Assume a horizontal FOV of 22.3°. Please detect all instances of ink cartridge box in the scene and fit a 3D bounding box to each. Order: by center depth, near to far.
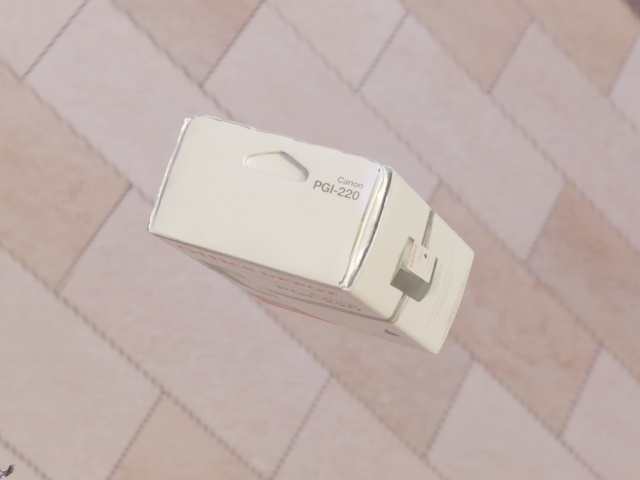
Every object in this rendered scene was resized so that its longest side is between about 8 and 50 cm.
[{"bbox_3d":[0.000,0.000,1.142,0.092,0.159,0.218,-70,156,-10],"label":"ink cartridge box"}]

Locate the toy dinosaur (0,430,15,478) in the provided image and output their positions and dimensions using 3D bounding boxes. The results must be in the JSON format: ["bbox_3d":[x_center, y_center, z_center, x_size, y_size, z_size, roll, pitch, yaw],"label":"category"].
[{"bbox_3d":[-0.361,0.224,1.708,0.082,0.047,0.090,39,49,-22],"label":"toy dinosaur"}]
